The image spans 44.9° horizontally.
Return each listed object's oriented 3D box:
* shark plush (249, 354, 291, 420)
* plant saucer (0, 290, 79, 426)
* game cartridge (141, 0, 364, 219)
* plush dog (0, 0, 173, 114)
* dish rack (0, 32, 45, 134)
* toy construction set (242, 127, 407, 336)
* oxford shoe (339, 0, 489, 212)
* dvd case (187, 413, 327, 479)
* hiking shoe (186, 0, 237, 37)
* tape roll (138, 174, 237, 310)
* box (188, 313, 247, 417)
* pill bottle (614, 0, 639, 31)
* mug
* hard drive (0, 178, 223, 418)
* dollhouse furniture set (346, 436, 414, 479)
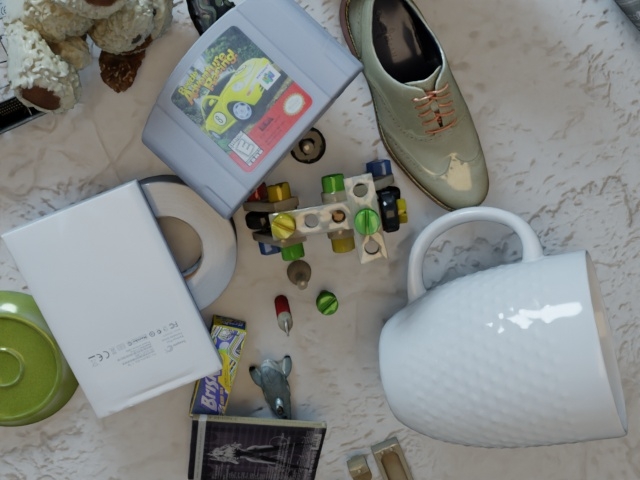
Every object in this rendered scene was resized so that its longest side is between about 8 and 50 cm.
[{"bbox_3d":[-0.078,0.270,1.299,0.073,0.067,0.161,-6,107,-7],"label":"shark plush"},{"bbox_3d":[-0.511,0.200,1.253,0.241,0.037,0.241,-1,105,-5],"label":"plant saucer"},{"bbox_3d":[-0.108,-0.198,1.083,0.196,0.060,0.294,43,103,3],"label":"game cartridge"},{"bbox_3d":[-0.307,-0.320,1.063,0.262,0.225,0.210,-49,63,32],"label":"plush dog"},{"bbox_3d":[-0.519,-0.277,1.096,0.208,0.074,0.271,-25,109,-5],"label":"dish rack"},{"bbox_3d":[0.000,0.000,1.150,0.257,0.237,0.308,13,103,-9],"label":"toy construction set"},{"bbox_3d":[0.148,-0.203,1.160,0.140,0.146,0.397,-32,106,2],"label":"oxford shoe"},{"bbox_3d":[-0.110,0.358,1.314,0.221,0.018,0.164,5,128,-7],"label":"dvd case"},{"bbox_3d":[-0.117,-0.312,1.146,0.114,0.086,0.227,-29,115,-7],"label":"hiking shoe"},{"bbox_3d":[-0.240,0.009,1.213,0.219,0.072,0.219,-1,105,-5],"label":"tape roll"},{"bbox_3d":[-0.170,0.214,1.283,0.059,0.054,0.169,14,103,-9],"label":"box"},{"bbox_3d":[0.563,-0.350,1.159,0.283,0.161,0.161,43,97,-14],"label":"pill bottle"},{"bbox_3d":[0.261,0.133,1.192,0.328,0.276,0.374,-13,87,22],"label":"mug"},{"bbox_3d":[-0.307,0.092,1.169,0.210,0.040,0.318,-22,106,0],"label":"hard drive"},{"bbox_3d":[0.096,0.454,1.337,0.151,0.123,0.144,-22,106,0],"label":"dollhouse furniture set"}]
